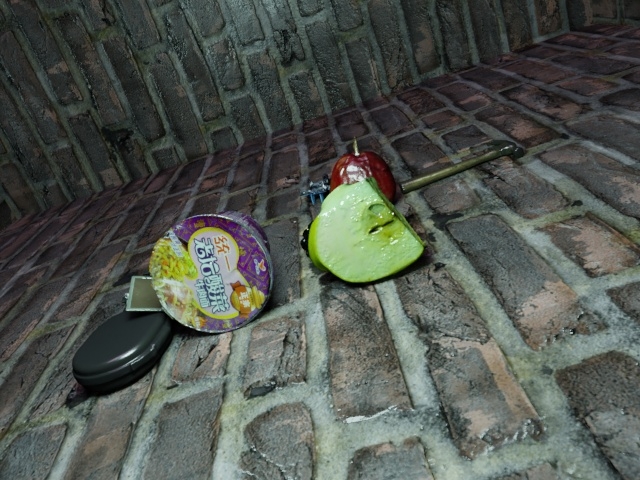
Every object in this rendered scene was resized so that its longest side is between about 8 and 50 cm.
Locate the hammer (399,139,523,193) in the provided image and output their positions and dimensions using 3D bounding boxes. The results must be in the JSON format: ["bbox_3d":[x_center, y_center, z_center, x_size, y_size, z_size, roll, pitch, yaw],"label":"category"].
[{"bbox_3d":[0.493,-0.264,2.043,0.440,0.044,0.168,-21,24,-3],"label":"hammer"}]

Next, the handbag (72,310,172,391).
[{"bbox_3d":[-0.534,0.293,1.565,0.254,0.093,0.308,-11,24,16],"label":"handbag"}]

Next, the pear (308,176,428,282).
[{"bbox_3d":[0.105,-0.007,1.576,0.282,0.286,0.176,-41,1,9],"label":"pear"}]

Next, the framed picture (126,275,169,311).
[{"bbox_3d":[-0.484,0.155,1.660,0.142,0.011,0.183,2,27,-14],"label":"framed picture"}]

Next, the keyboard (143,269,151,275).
[{"bbox_3d":[-0.476,0.115,1.817,0.072,0.023,0.231,-7,-14,13],"label":"keyboard"}]

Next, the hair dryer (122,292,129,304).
[{"bbox_3d":[-0.497,0.173,1.735,0.236,0.073,0.131,-6,7,-44],"label":"hair dryer"}]

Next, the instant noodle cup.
[{"bbox_3d":[-0.288,0.059,1.629,0.340,0.340,0.266,-17,15,6],"label":"instant noodle cup"}]

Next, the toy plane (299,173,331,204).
[{"bbox_3d":[0.011,-0.225,2.297,0.169,0.078,0.246,-9,25,26],"label":"toy plane"}]

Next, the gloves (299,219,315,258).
[{"bbox_3d":[0.000,0.000,1.770,0.203,0.124,0.164,23,34,37],"label":"gloves"}]

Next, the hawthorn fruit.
[{"bbox_3d":[0.137,-0.226,1.979,0.230,0.266,0.210,-12,5,10],"label":"hawthorn fruit"}]
